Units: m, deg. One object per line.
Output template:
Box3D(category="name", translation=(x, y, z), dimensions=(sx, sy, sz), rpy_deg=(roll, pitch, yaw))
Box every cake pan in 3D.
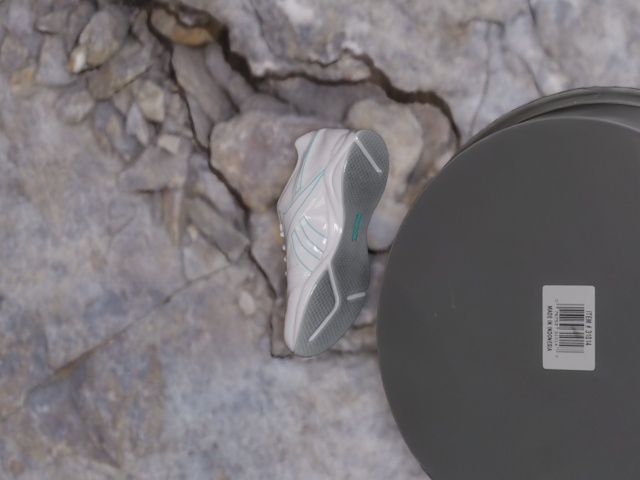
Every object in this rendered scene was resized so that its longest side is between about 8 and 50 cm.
Box3D(category="cake pan", translation=(0.154, 0.053, 1.171), dimensions=(0.293, 0.054, 0.293), rpy_deg=(-1, 88, 33))

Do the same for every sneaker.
Box3D(category="sneaker", translation=(0.000, 0.000, 1.278), dimensions=(0.061, 0.053, 0.152), rpy_deg=(14, 91, 42))
